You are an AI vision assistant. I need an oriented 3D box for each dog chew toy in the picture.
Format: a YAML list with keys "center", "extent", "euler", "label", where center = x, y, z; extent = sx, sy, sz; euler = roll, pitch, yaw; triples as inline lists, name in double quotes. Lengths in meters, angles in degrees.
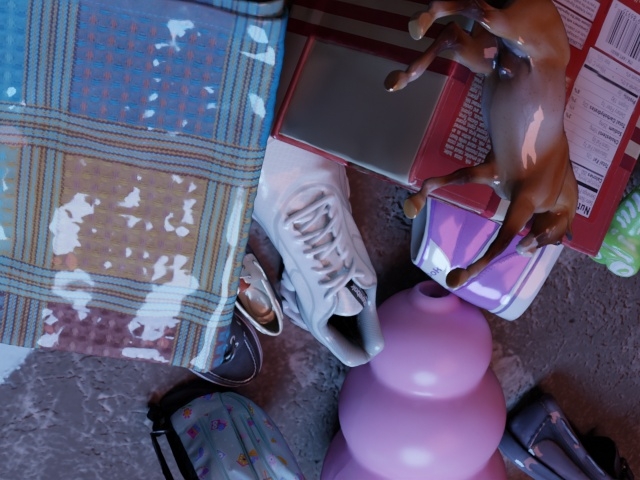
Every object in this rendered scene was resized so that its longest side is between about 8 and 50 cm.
- center: [0.105, 0.196, 1.330]
  extent: [0.207, 0.206, 0.331]
  euler: [-10, 120, -23]
  label: "dog chew toy"

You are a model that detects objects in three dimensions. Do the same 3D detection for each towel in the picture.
- center: [-0.184, -0.053, 1.014]
  extent: [0.272, 0.040, 0.370]
  euler: [8, 123, -7]
  label: "towel"

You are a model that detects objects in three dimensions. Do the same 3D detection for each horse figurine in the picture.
- center: [0.118, -0.091, 0.840]
  extent: [0.174, 0.066, 0.263]
  euler: [-27, 113, -38]
  label: "horse figurine"

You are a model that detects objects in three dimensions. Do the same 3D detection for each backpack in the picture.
- center: [-0.081, 0.234, 1.257]
  extent: [0.115, 0.182, 0.152]
  euler: [-39, 133, 2]
  label: "backpack"

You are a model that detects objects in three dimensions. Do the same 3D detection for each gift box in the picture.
- center: [0.125, -0.159, 1.030]
  extent: [0.255, 0.258, 0.276]
  euler: [25, 90, -38]
  label: "gift box"

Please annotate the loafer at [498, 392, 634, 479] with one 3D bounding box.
- center: [0.343, 0.283, 1.589]
  extent: [0.303, 0.109, 0.095]
  euler: [32, 101, -38]
  label: "loafer"

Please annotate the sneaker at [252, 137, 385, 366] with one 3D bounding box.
- center: [0.000, 0.000, 1.170]
  extent: [0.110, 0.118, 0.292]
  euler: [-27, 131, -6]
  label: "sneaker"

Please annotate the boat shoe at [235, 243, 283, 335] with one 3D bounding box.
- center: [-0.076, 0.039, 1.203]
  extent: [0.049, 0.043, 0.137]
  euler: [-31, 128, 1]
  label: "boat shoe"

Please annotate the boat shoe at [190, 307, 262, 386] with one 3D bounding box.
- center: [-0.113, 0.083, 1.195]
  extent: [0.080, 0.076, 0.228]
  euler: [-33, 133, -3]
  label: "boat shoe"

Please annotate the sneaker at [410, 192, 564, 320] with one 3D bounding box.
- center: [0.188, -0.077, 1.228]
  extent: [0.161, 0.102, 0.282]
  euler: [28, 88, -10]
  label: "sneaker"

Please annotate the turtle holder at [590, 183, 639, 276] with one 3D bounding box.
- center: [0.468, -0.010, 1.336]
  extent: [0.320, 0.243, 0.227]
  euler: [-30, 158, -33]
  label: "turtle holder"
